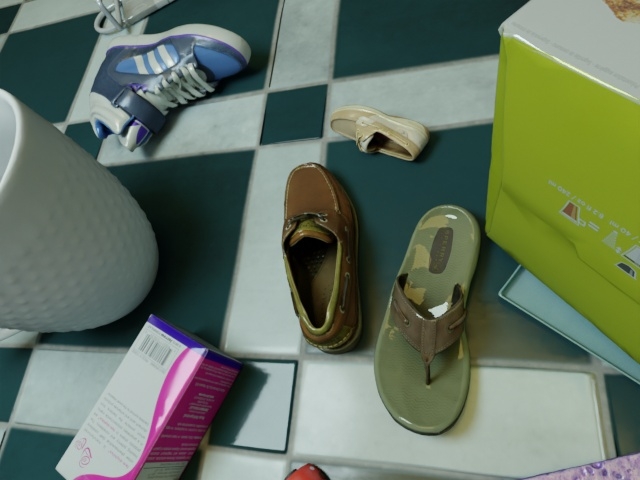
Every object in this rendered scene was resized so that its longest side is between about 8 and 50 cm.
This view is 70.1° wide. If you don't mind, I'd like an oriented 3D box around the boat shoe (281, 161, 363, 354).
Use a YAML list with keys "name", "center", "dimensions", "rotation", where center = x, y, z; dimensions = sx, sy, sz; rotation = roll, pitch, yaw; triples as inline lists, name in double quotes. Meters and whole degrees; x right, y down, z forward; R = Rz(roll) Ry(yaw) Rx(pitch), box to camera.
- name: "boat shoe"
  center: [0.000, 0.000, 0.651]
  dimensions: [0.110, 0.104, 0.308]
  rotation: [-19, 61, 10]

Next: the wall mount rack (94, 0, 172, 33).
- name: "wall mount rack"
  center: [-0.443, -0.672, 1.108]
  dimensions: [0.349, 0.130, 0.304]
  rotation: [-26, 60, 5]

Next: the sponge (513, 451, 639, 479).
- name: "sponge"
  center: [0.258, 0.299, 0.463]
  dimensions: [0.209, 0.031, 0.117]
  rotation: [-19, 61, 10]

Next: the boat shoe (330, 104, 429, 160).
- name: "boat shoe"
  center: [0.084, -0.168, 0.725]
  dimensions: [0.169, 0.063, 0.059]
  rotation: [18, 67, 25]

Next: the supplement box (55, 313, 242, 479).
- name: "supplement box"
  center: [-0.222, 0.233, 0.617]
  dimensions: [0.111, 0.114, 0.220]
  rotation: [23, 74, 26]

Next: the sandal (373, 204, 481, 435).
- name: "sandal"
  center: [0.133, 0.082, 0.577]
  dimensions: [0.120, 0.086, 0.303]
  rotation: [5, 68, 21]

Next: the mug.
- name: "mug"
  center: [-0.444, 0.025, 0.668]
  dimensions: [0.374, 0.328, 0.276]
  rotation: [-38, 59, 0]

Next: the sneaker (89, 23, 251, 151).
- name: "sneaker"
  center: [-0.300, -0.276, 0.887]
  dimensions: [0.322, 0.130, 0.237]
  rotation: [4, 77, 16]

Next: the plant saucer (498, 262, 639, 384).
- name: "plant saucer"
  center: [0.317, 0.095, 0.547]
  dimensions: [0.192, 0.018, 0.067]
  rotation: [36, 81, 30]

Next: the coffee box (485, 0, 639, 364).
- name: "coffee box"
  center: [0.392, -0.080, 0.408]
  dimensions: [0.334, 0.338, 0.338]
  rotation: [-39, 59, -5]

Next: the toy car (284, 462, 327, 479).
- name: "toy car"
  center: [-0.093, 0.397, 0.528]
  dimensions: [0.238, 0.053, 0.225]
  rotation: [-16, 62, 12]
